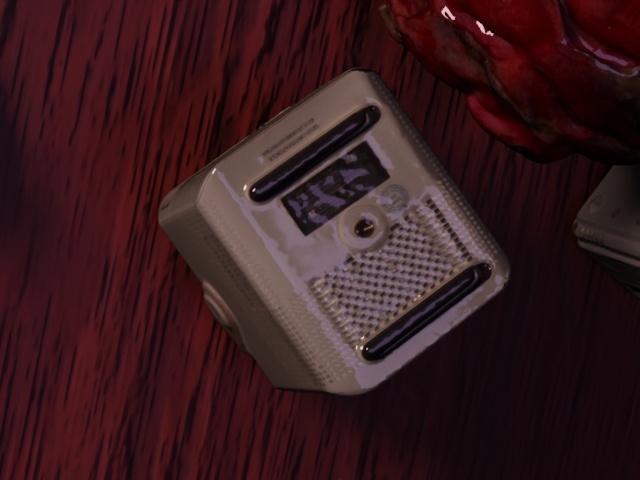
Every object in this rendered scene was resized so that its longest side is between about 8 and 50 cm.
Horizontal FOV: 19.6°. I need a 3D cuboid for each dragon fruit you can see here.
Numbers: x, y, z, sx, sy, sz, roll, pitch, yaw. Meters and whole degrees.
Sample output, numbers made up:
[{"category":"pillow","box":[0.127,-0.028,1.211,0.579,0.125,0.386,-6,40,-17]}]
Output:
[{"category":"dragon fruit","box":[0.199,-0.205,1.263,0.329,0.329,0.329,-4,101,-21]}]

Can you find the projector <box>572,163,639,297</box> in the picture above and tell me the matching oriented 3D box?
[{"category":"projector","box":[0.324,-0.068,1.394,0.099,0.192,0.256,41,84,-24]}]

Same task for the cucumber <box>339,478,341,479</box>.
[{"category":"cucumber","box":[0.032,0.263,1.421,0.039,0.039,0.168,-20,108,-18]}]

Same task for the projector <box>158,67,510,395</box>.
[{"category":"projector","box":[0.000,0.000,1.263,0.163,0.242,0.177,-35,93,-11]}]
